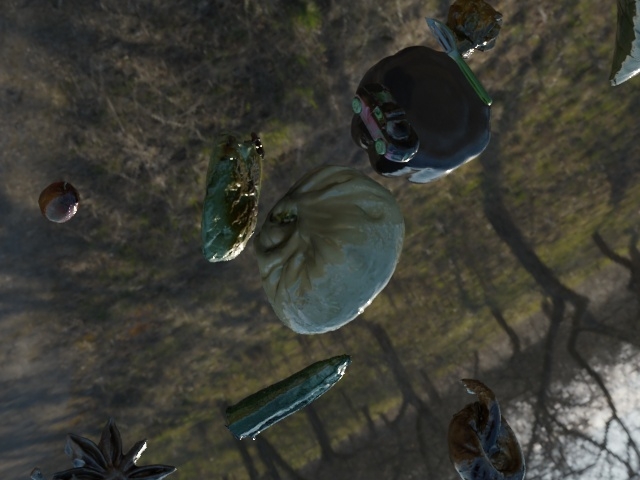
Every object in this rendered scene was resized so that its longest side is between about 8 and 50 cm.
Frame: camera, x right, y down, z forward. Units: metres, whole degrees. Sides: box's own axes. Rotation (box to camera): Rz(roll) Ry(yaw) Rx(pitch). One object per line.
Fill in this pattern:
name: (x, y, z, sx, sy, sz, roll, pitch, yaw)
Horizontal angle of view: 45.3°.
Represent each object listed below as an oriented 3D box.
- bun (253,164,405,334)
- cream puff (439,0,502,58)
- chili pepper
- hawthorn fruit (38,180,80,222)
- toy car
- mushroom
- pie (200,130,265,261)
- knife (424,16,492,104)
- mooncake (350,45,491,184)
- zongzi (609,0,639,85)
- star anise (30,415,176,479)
bun: (0.000, 0.000, 1.556, 0.359, 0.360, 0.211, -36, 127, 24)
cream puff: (0.283, -0.400, 1.459, 0.122, 0.116, 0.094, -1, -126, 49)
chili pepper: (-0.045, 0.241, 1.223, 0.226, 0.059, 0.088, -33, 154, 15)
hawthorn fruit: (-0.464, -0.070, 1.370, 0.077, 0.077, 0.077, -27, 165, -8)
toy car: (0.104, -0.187, 1.189, 0.069, 0.142, 0.055, -13, 154, -30)
mushroom: (0.231, 0.283, 1.104, 0.080, 0.171, 0.135, -18, 166, 36)
pie: (-0.192, -0.095, 1.604, 0.105, 0.275, 0.257, 7, -174, 13)
knife: (0.223, -0.288, 1.220, 0.026, 0.184, 0.022, -38, -155, 8)
mooncake: (0.210, -0.260, 1.632, 0.306, 0.306, 0.154, -21, 175, -28)
zongzi: (0.436, -0.348, 1.092, 0.273, 0.145, 0.300, 18, 147, -22)
star anise: (-0.380, 0.420, 1.332, 0.262, 0.230, 0.081, 11, 149, -36)
